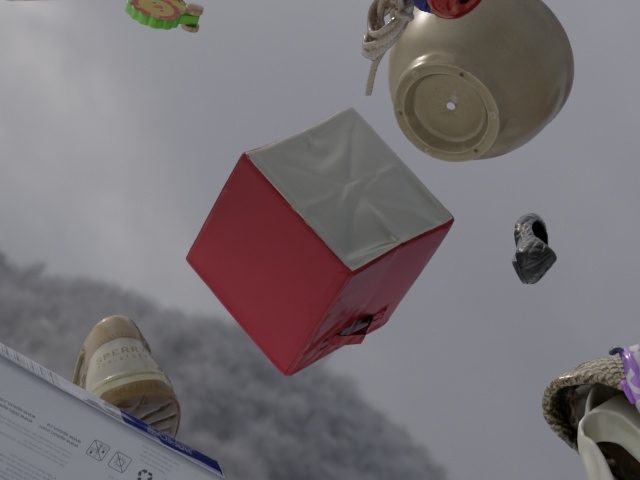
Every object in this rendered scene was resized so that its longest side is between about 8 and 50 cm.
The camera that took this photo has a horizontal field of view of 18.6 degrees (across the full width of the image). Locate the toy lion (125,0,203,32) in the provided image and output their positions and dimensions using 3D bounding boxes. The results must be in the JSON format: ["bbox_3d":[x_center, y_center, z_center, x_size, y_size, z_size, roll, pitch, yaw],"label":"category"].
[{"bbox_3d":[-0.202,-0.294,2.456,0.096,0.034,0.100,1,33,-28],"label":"toy lion"}]

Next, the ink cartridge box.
[{"bbox_3d":[-0.219,0.208,1.421,0.223,0.224,0.045,32,7,-19],"label":"ink cartridge box"}]

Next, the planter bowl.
[{"bbox_3d":[0.124,-0.134,1.677,0.162,0.109,0.162,14,-54,19],"label":"planter bowl"}]

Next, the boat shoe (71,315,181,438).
[{"bbox_3d":[-0.189,0.174,1.798,0.302,0.109,0.098,105,-31,-57],"label":"boat shoe"}]

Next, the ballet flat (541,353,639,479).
[{"bbox_3d":[0.349,0.246,1.677,0.483,0.182,0.164,42,-48,50],"label":"ballet flat"}]

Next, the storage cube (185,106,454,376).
[{"bbox_3d":[0.000,0.000,2.181,0.215,0.184,0.193,48,-44,18],"label":"storage cube"}]

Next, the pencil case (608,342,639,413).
[{"bbox_3d":[0.361,0.103,1.699,0.088,0.206,0.086,59,13,-79],"label":"pencil case"}]

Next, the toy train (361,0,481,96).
[{"bbox_3d":[0.021,-0.173,1.196,0.105,0.143,0.248,52,-44,32],"label":"toy train"}]

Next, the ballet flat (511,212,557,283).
[{"bbox_3d":[0.242,0.008,2.163,0.057,0.049,0.173,62,15,-13],"label":"ballet flat"}]
